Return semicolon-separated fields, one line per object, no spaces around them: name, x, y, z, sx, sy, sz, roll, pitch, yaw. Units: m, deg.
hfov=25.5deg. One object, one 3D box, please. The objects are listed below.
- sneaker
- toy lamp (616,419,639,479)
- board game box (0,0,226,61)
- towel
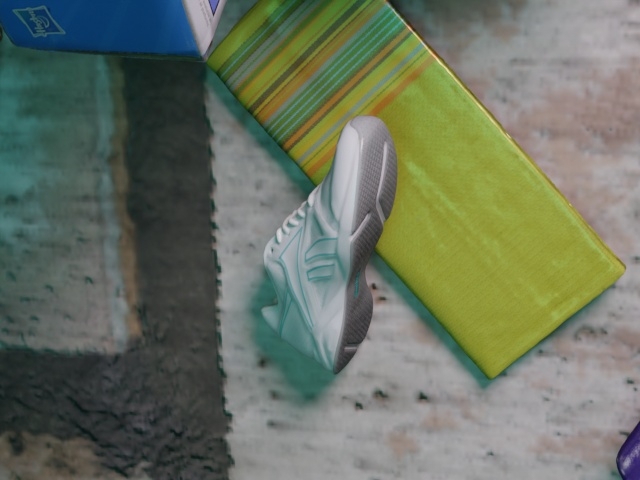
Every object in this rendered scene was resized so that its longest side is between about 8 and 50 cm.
sneaker;0.000;0.000;0.748;0.061;0.054;0.152;24;124;20
toy lamp;0.261;0.041;0.688;0.080;0.080;0.274;45;108;2
board game box;-0.076;-0.282;0.524;0.086;0.302;0.308;4;144;14
towel;0.049;-0.043;0.758;0.102;0.021;0.237;-42;90;24
